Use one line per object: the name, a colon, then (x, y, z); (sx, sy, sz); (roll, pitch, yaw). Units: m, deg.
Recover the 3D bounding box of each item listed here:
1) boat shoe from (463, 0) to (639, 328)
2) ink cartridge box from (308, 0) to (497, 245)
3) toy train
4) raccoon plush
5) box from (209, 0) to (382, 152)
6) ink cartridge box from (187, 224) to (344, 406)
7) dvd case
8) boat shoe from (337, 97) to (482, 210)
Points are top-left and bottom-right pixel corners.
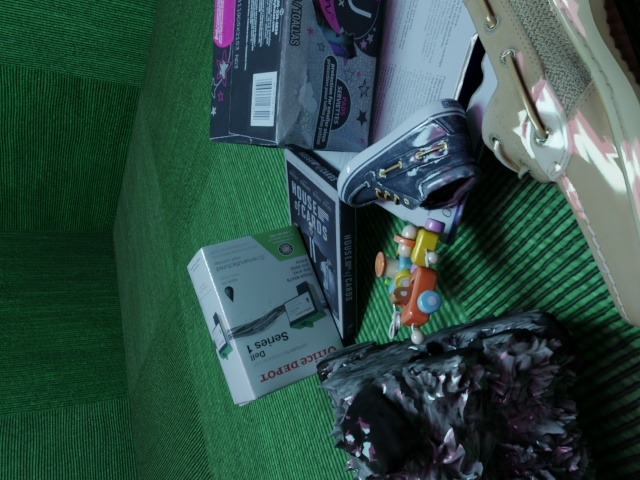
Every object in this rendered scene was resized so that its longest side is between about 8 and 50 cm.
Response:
boat shoe: (0.185, -0.094, 0.370); (0.110, 0.122, 0.341); (-22, 75, 44)
ink cartridge box: (0.109, -0.204, 0.588); (0.330, 0.071, 0.324); (40, 124, 49)
toy train: (0.080, 0.042, 0.502); (0.166, 0.046, 0.125); (107, 179, -73)
raccoon plush: (0.144, 0.237, 0.481); (0.446, 0.216, 0.299); (98, 153, -82)
box: (-0.029, -0.235, 0.604); (0.163, 0.142, 0.247); (16, 105, 49)
ink cartridge box: (-0.078, 0.106, 0.735); (0.092, 0.160, 0.219); (-39, 70, 56)
dvd case: (0.000, 0.000, 0.735); (0.179, 0.030, 0.238); (47, 147, 51)
boat shoe: (0.080, -0.058, 0.511); (0.183, 0.065, 0.083); (-38, 58, 52)
